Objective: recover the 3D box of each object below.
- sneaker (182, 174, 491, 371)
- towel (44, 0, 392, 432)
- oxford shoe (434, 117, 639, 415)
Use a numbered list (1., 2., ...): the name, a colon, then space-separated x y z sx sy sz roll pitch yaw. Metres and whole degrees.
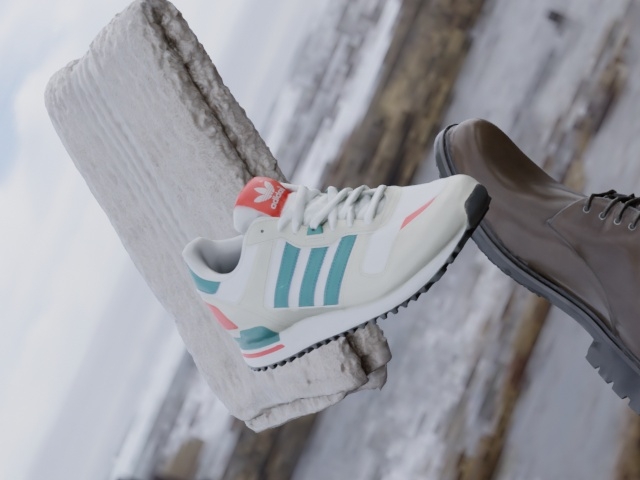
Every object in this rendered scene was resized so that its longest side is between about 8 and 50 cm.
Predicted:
1. sneaker: 0.000 0.000 0.804 0.161 0.075 0.057 -30 16 42
2. towel: -0.069 -0.011 1.149 0.049 0.282 0.187 -32 3 -30
3. oxford shoe: 0.160 -0.003 1.032 0.083 0.227 0.096 -24 -28 -52
